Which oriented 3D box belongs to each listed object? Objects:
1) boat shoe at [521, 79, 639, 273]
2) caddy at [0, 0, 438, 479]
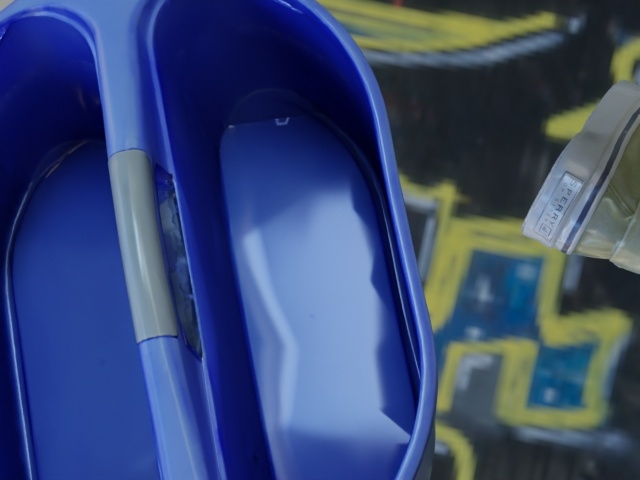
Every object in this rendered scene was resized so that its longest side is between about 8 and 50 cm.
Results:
[{"bbox_3d":[0.217,-0.037,1.433,0.109,0.094,0.302,-60,-7,23],"label":"boat shoe"},{"bbox_3d":[-0.071,0.028,0.958,0.179,0.241,0.341,69,-171,-69],"label":"caddy"}]
